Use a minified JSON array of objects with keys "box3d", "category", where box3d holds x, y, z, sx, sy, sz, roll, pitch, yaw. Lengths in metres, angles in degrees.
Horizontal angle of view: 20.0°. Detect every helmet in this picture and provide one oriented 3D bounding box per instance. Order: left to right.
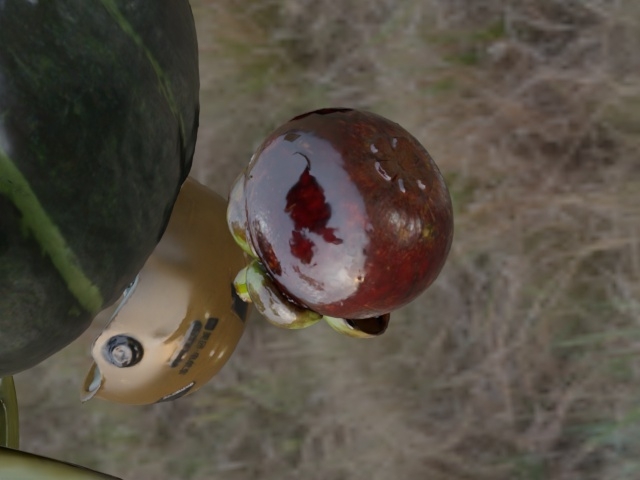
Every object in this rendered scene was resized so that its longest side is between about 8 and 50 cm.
[{"box3d":[-0.126,0.054,1.616,0.198,0.130,0.224,-79,8,-70],"category":"helmet"}]

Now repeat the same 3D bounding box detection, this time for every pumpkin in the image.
[{"box3d":[-0.215,-0.071,0.911,0.323,0.323,0.241,45,170,48],"category":"pumpkin"}]

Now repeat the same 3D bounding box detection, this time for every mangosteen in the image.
[{"box3d":[0.000,-0.001,1.231,0.181,0.146,0.156,-37,89,17],"category":"mangosteen"}]

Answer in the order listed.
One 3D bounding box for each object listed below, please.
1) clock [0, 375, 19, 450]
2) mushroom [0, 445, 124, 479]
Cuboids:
[{"box3d":[-0.309,0.139,1.395,0.057,0.237,0.237,-8,85,21],"category":"clock"},{"box3d":[-0.077,0.207,0.644,0.292,0.217,0.212,17,85,52],"category":"mushroom"}]
